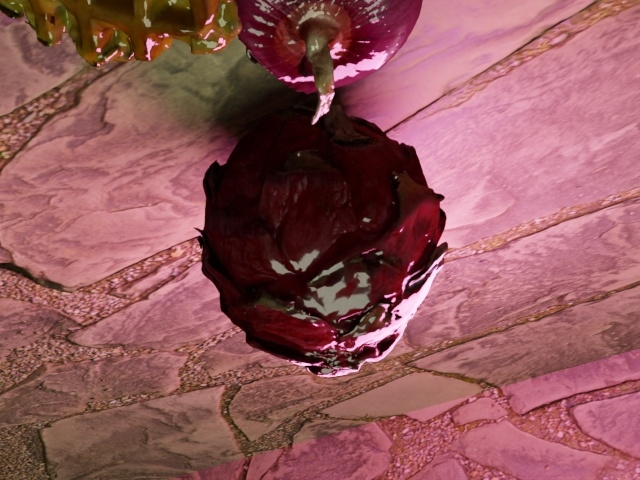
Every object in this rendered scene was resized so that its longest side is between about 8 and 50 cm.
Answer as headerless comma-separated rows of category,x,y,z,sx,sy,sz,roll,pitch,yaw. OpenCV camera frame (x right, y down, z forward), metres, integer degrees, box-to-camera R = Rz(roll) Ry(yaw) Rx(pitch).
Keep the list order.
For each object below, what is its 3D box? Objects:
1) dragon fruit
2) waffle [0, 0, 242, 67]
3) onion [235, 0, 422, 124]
dragon fruit,0.001,0.000,1.084,0.329,0.329,0.329,-5,151,-3
waffle,-0.184,-0.272,0.679,0.302,0.068,0.325,-21,116,34
onion,0.002,-0.242,0.795,0.200,0.201,0.207,-29,112,35
